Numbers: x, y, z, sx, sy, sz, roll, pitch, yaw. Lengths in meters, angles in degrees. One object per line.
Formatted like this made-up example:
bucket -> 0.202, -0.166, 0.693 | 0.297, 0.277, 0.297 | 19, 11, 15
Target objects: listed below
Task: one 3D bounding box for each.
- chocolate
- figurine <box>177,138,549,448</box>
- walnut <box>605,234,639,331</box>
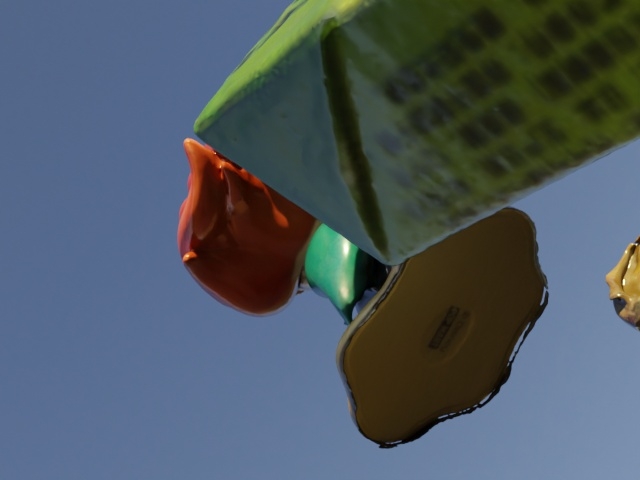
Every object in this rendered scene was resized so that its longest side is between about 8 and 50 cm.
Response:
chocolate -> 0.121, -0.151, 0.461 | 0.137, 0.288, 0.301 | 46, -135, -13
figurine -> 0.006, -0.007, 0.648 | 0.208, 0.257, 0.181 | -22, -54, -24
walnut -> 0.445, 0.026, 0.995 | 0.141, 0.238, 0.204 | 36, -107, -22
